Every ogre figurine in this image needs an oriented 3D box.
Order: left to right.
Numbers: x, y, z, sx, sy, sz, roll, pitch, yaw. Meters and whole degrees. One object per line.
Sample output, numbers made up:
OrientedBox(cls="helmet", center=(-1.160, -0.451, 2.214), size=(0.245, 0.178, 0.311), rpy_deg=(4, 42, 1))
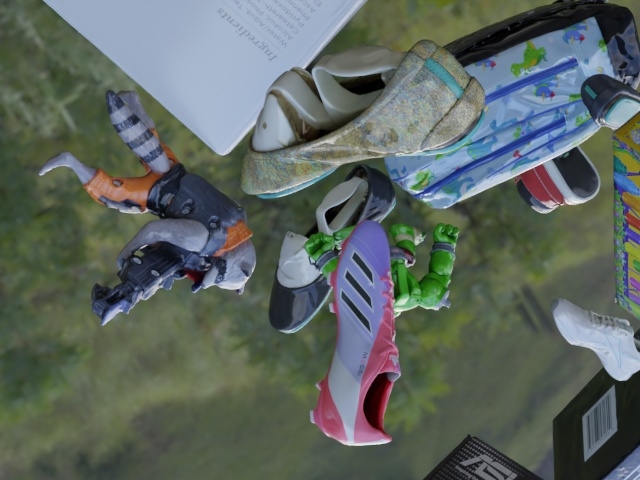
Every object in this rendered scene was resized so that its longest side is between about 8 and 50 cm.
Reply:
OrientedBox(cls="ogre figurine", center=(0.086, 0.038, 1.916), size=(0.197, 0.118, 0.097), rpy_deg=(7, 147, -30))

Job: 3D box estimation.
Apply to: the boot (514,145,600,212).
OrientedBox(cls="boot", center=(0.335, -0.159, 2.428), size=(0.088, 0.244, 0.176), rpy_deg=(-29, -176, -21))

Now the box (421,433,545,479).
OrientedBox(cls="box", center=(0.134, 0.283, 1.072), size=(0.216, 0.060, 0.270), rpy_deg=(-41, -136, -18))

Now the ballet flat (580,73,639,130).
OrientedBox(cls="ballet flat", center=(0.375, -0.163, 1.853), size=(0.074, 0.074, 0.203), rpy_deg=(-29, 157, 27))

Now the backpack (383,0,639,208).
OrientedBox(cls="backpack", center=(0.245, -0.196, 2.144), size=(0.355, 0.273, 0.290), rpy_deg=(-11, -172, -15))

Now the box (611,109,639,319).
OrientedBox(cls="box", center=(0.455, 0.008, 1.511), size=(0.177, 0.279, 0.290), rpy_deg=(-38, 145, -18))

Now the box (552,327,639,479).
OrientedBox(cls="box", center=(0.515, 0.286, 2.088), size=(0.296, 0.294, 0.182), rpy_deg=(120, -20, -52))

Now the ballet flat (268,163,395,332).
OrientedBox(cls="ballet flat", center=(0.000, 0.000, 2.172), size=(0.095, 0.096, 0.280), rpy_deg=(21, -112, 41))

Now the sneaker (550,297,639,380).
OrientedBox(cls="sneaker", center=(0.342, 0.109, 1.823), size=(0.061, 0.152, 0.053), rpy_deg=(-38, -152, 34))

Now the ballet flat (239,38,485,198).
OrientedBox(cls="ballet flat", center=(0.013, -0.126, 1.470), size=(0.123, 0.123, 0.348), rpy_deg=(-32, -167, -37))

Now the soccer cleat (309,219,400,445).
OrientedBox(cls="soccer cleat", center=(0.055, 0.102, 1.652), size=(0.095, 0.248, 0.083), rpy_deg=(7, 173, 34))

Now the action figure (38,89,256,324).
OrientedBox(cls="action figure", center=(-0.230, -0.038, 2.127), size=(0.178, 0.330, 0.341), rpy_deg=(-47, -176, 36))

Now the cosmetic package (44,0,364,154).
OrientedBox(cls="cosmetic package", center=(-0.073, -0.387, 1.803), size=(0.394, 0.327, 0.329), rpy_deg=(-44, -173, 42))
